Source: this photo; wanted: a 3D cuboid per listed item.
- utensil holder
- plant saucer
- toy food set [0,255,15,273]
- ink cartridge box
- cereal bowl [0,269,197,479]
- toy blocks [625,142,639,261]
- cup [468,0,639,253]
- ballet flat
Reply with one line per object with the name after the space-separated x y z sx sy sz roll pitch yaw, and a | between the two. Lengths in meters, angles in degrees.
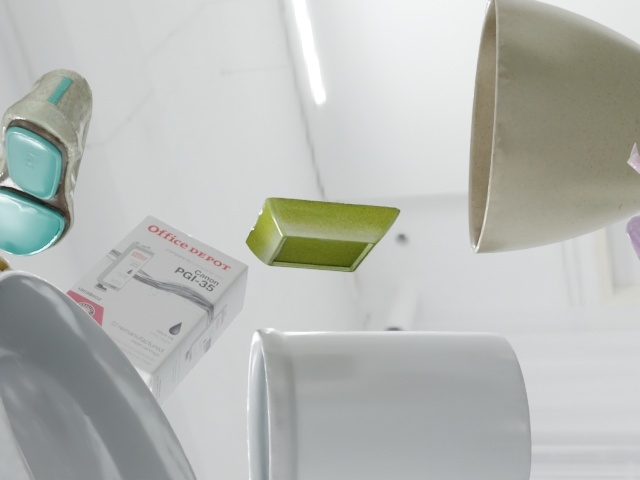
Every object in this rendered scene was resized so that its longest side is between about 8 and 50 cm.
0.093 0.297 1.772 0.327 0.386 0.327 180 90 -81 | utensil holder
0.000 0.000 1.623 0.188 0.189 0.045 123 149 -66 | plant saucer
-0.422 0.077 1.601 0.038 0.192 0.132 -38 -68 -28 | toy food set
-0.275 0.112 1.836 0.283 0.207 0.117 -51 -19 -42 | ink cartridge box
-0.226 0.201 0.947 0.339 0.141 0.339 57 -172 -12 | cereal bowl
0.294 0.084 0.793 0.260 0.309 0.288 39 -148 -7 | toy blocks
0.320 -0.141 1.455 0.331 0.237 0.330 3 -90 -87 | cup
-0.156 -0.041 0.655 0.168 0.057 0.052 -44 20 59 | ballet flat
